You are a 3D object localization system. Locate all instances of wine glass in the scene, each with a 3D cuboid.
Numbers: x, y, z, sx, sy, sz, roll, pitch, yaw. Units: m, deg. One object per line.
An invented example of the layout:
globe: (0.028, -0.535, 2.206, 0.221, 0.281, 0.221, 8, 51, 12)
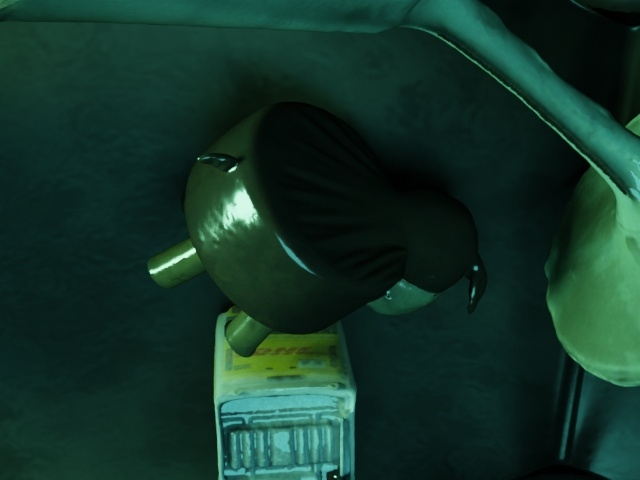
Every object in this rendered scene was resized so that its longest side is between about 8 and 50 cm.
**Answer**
wine glass: (0.063, -0.110, 0.649, 0.406, 0.267, 0.267, 34, 114, -30)

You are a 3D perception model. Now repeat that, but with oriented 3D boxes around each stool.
stool: (0.000, 0.000, 0.786, 0.217, 0.125, 0.121, 16, 140, -37)

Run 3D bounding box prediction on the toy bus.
toy bus: (-0.026, 0.211, 0.900, 0.097, 0.138, 0.343, -3, 122, -5)
